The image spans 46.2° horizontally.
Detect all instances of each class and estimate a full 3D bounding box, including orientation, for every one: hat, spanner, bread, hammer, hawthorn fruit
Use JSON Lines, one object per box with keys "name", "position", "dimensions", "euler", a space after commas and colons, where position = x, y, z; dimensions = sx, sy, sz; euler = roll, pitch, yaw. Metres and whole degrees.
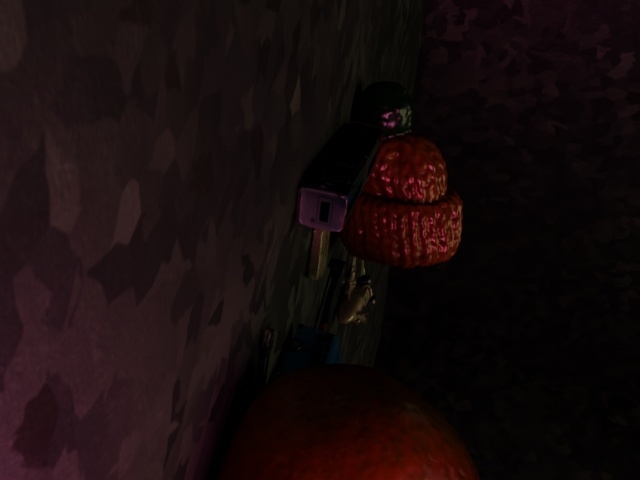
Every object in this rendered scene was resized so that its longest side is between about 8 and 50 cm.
{"name": "hat", "position": [0.192, -0.151, 1.703], "dimensions": [0.285, 0.285, 0.401], "euler": [-36, 131, -76]}
{"name": "spanner", "position": [-0.099, 0.257, 1.232], "dimensions": [0.054, 0.015, 0.255], "euler": [-49, 149, -71]}
{"name": "bread", "position": [0.000, 0.000, 1.476], "dimensions": [0.068, 0.028, 0.154], "euler": [-32, 131, -75]}
{"name": "hammer", "position": [0.014, 0.173, 1.729], "dimensions": [0.137, 0.037, 0.290], "euler": [87, 17, -58]}
{"name": "hawthorn fruit", "position": [0.033, 0.353, 1.110], "dimensions": [0.403, 0.402, 0.403], "euler": [11, 90, -81]}

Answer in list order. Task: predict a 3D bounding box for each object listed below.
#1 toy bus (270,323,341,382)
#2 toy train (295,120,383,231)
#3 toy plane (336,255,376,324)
{"name": "toy bus", "position": [-0.026, 0.248, 1.378], "dimensions": [0.185, 0.106, 0.090], "euler": [-68, 163, -49]}
{"name": "toy train", "position": [0.046, -0.132, 1.410], "dimensions": [0.409, 0.086, 0.089], "euler": [-61, 161, -63]}
{"name": "toy plane", "position": [0.102, 0.156, 2.086], "dimensions": [0.244, 0.092, 0.229], "euler": [-68, 151, -59]}
